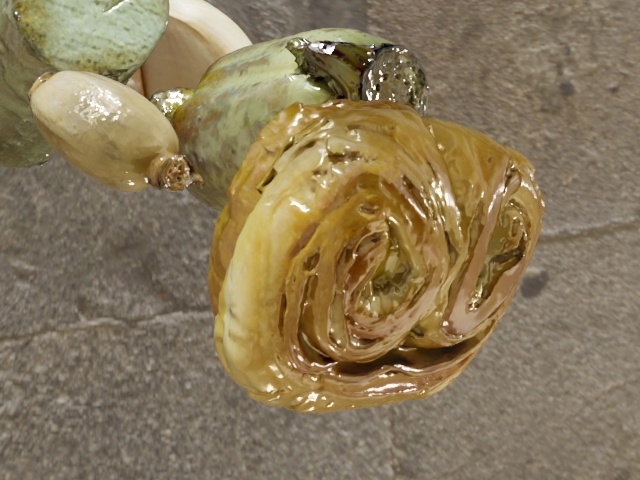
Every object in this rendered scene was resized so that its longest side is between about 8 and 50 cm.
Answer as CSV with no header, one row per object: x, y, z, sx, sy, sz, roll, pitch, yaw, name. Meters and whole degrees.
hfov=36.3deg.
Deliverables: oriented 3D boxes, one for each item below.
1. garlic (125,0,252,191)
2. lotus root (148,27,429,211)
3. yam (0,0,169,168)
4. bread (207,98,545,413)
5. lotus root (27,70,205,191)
-0.226,-0.229,1.308,0.249,0.286,0.313,-27,129,-27,garlic
-0.036,-0.104,0.854,0.173,0.309,0.173,-2,93,-43,lotus root
-0.297,-0.199,1.065,0.168,0.304,0.168,16,62,-32,yam
0.033,0.014,0.610,0.236,0.120,0.198,4,115,-45,bread
-0.146,-0.075,0.676,0.150,0.073,0.062,32,120,19,lotus root
